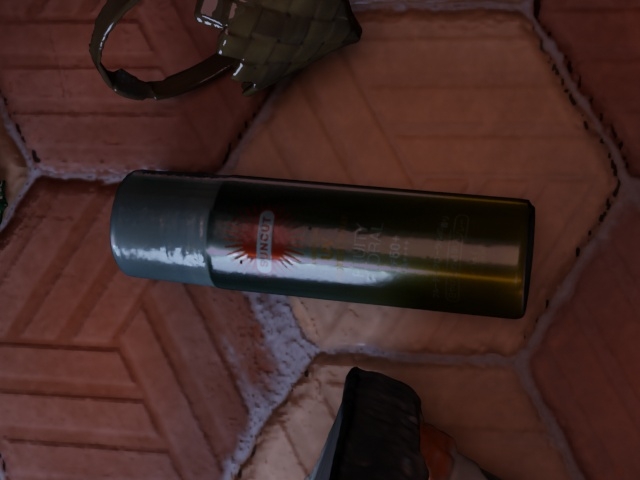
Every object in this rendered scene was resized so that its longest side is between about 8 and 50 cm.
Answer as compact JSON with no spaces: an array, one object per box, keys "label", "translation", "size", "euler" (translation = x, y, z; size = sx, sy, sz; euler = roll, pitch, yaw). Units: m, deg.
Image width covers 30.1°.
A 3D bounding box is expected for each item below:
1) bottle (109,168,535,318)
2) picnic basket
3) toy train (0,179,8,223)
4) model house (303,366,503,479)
[{"label":"bottle","translation":[0.000,0.000,0.818],"size":[0.286,0.082,0.082],"euler":[5,86,13]},{"label":"picnic basket","translation":[-0.078,-0.163,0.827],"size":[0.178,0.128,0.137],"euler":[-32,61,7]},{"label":"toy train","translation":[-0.332,0.007,0.838],"size":[0.132,0.188,0.243],"euler":[15,89,11]},{"label":"model house","translation":[0.104,0.245,0.700],"size":[0.301,0.271,0.190],"euler":[28,107,-2]}]
